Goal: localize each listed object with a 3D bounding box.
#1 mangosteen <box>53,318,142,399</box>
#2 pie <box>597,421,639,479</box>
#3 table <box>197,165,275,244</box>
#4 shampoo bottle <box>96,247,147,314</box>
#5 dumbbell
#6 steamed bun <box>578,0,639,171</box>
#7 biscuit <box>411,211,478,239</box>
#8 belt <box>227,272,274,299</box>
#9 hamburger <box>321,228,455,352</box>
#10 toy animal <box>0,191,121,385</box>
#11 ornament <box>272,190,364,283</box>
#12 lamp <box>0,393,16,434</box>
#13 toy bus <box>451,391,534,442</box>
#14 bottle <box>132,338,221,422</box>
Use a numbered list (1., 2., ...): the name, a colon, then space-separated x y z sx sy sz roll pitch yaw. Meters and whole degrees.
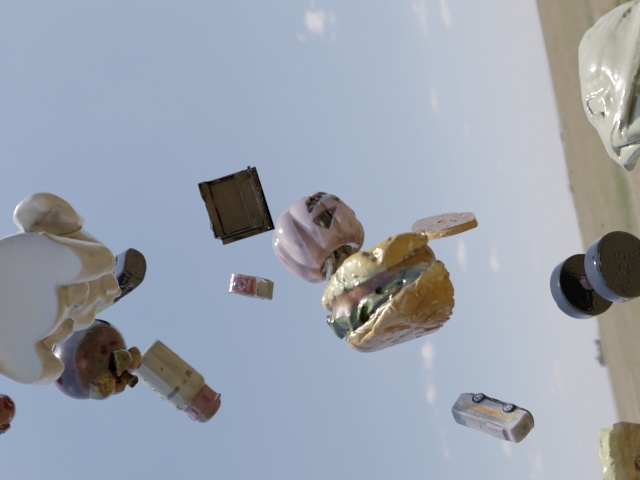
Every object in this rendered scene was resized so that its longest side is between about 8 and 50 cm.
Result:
1. mangosteen: -0.478 0.263 1.869 0.200 0.199 0.200 -11 -90 -72
2. pie: 0.508 0.370 1.331 0.218 0.052 0.185 12 -118 -39
3. table: -0.102 -0.043 1.056 0.082 0.070 0.083 -119 12 -89
4. shampoo bottle: -0.572 0.144 2.110 0.078 0.359 0.134 43 -148 -33
5. dumbbell: 0.631 0.083 1.960 0.218 0.152 0.153 127 140 -66
6. steamed bun: 0.623 -0.286 1.505 0.219 0.309 0.324 115 160 -69
7. biscuit: 0.298 -0.034 2.123 0.142 0.220 0.029 -26 -76 -32
8. belt: -0.153 0.106 1.977 0.232 0.071 0.053 29 -110 -81
9. hamburger: 0.110 0.115 1.603 0.330 0.209 0.162 96 153 -73
10. toy animal: -0.397 0.048 1.254 0.265 0.206 0.272 -80 14 -75
11. ornament: 0.001 0.000 1.686 0.177 0.177 0.178 -11 -90 -72
12. lamp: -0.686 0.365 1.817 0.090 0.101 0.101 48 -164 8
13. toy bus: 0.359 0.370 1.823 0.072 0.172 0.057 -45 -55 -28
14. bottle: -0.349 0.354 2.143 0.233 0.110 0.110 41 -154 -6
